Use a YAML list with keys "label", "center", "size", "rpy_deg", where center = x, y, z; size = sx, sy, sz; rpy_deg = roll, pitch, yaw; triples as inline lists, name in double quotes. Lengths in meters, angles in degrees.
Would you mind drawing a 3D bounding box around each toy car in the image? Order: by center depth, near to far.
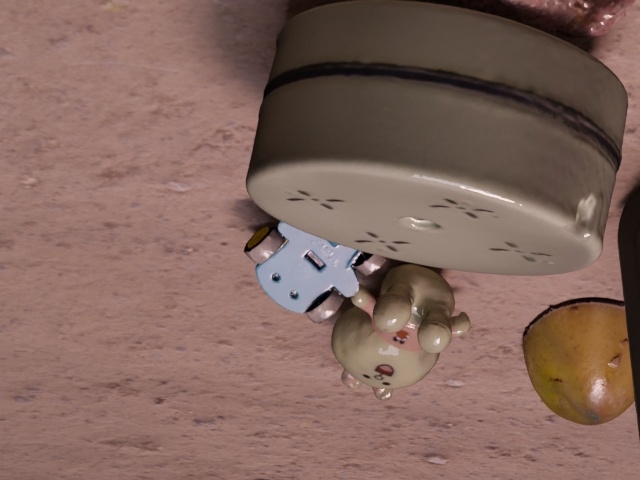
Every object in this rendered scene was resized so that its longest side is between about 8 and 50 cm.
- label: "toy car"
  center: [0.000, 0.000, 1.780]
  size: [0.161, 0.098, 0.126]
  rpy_deg: [-43, 108, 13]

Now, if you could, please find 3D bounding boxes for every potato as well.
- label: "potato"
  center: [0.346, 0.170, 1.990]
  size: [0.182, 0.117, 0.202]
  rpy_deg: [10, 149, -7]

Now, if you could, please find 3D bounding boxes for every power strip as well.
- label: "power strip"
  center: [0.096, -0.088, 1.448]
  size: [0.358, 0.161, 0.357]
  rpy_deg: [11, 168, 3]

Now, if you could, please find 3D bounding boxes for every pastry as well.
- label: "pastry"
  center: [0.152, -0.247, 1.321]
  size: [0.265, 0.102, 0.112]
  rpy_deg: [26, 159, -35]

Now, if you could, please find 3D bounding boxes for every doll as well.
- label: "doll"
  center: [0.096, 0.111, 1.922]
  size: [0.155, 0.113, 0.275]
  rpy_deg: [16, 155, -5]

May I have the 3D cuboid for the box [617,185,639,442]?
- label: "box"
  center: [0.420, 0.043, 1.524]
  size: [0.090, 0.367, 0.373]
  rpy_deg: [13, 147, -20]
